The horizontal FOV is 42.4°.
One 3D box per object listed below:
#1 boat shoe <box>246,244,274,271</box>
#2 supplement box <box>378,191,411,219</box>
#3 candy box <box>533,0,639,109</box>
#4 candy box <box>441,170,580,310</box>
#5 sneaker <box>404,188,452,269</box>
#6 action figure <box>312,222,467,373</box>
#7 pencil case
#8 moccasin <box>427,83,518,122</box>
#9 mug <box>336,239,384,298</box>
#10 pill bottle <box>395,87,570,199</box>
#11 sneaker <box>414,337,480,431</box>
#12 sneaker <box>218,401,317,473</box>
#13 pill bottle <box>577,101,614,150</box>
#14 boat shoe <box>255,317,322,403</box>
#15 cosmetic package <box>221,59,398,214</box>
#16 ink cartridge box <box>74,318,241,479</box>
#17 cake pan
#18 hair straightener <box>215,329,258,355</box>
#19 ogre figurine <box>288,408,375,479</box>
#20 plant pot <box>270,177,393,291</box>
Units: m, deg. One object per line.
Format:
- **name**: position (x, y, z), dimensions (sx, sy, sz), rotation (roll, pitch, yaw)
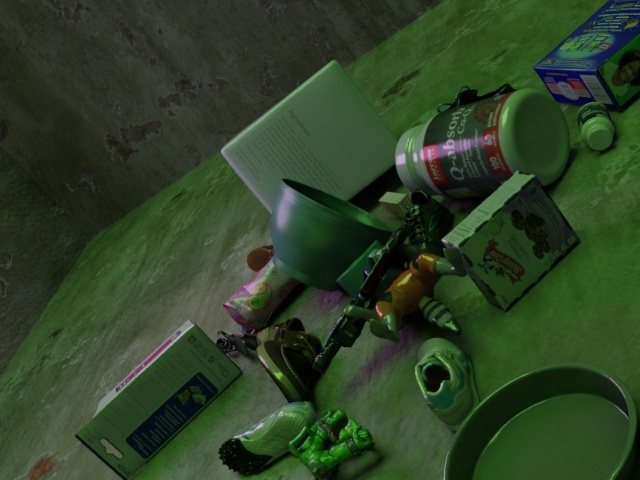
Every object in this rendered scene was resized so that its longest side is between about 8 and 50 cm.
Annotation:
- **boat shoe**: position (-0.121, 0.046, 2.322), dimensions (0.073, 0.073, 0.207), rotation (-8, -2, -45)
- **supplement box**: position (0.195, -0.085, 2.058), dimensions (0.036, 0.062, 0.098), rotation (-44, 21, -13)
- **candy box**: position (0.694, -0.450, 1.884), dimensions (0.317, 0.122, 0.268), rotation (-42, 20, -3)
- **candy box**: position (0.347, 0.000, 1.503), dimensions (0.196, 0.165, 0.070), rotation (-42, 21, -6)
- **sneaker**: position (0.220, -0.011, 1.818), dimensions (0.101, 0.106, 0.267), rotation (-26, 27, 28)
- **action figure**: position (0.140, 0.141, 1.565), dimensions (0.341, 0.179, 0.330), rotation (-57, 2, -3)
- **pencil case**: position (-0.118, 0.112, 2.117), dimensions (0.284, 0.124, 0.124), rotation (-47, 23, -15)
- **moccasin**: position (0.403, -0.352, 2.166), dimensions (0.342, 0.117, 0.137), rotation (-9, 37, 52)
- **mug**: position (0.111, 0.079, 1.784), dimensions (0.129, 0.097, 0.158), rotation (-45, 0, 10)
- **pill bottle**: position (0.349, -0.201, 1.836), dimensions (0.363, 0.210, 0.210), rotation (-8, 38, 54)
- **sneaker**: position (0.206, 0.221, 1.400), dimensions (0.087, 0.092, 0.228), rotation (-38, 20, 9)
- **sneaker**: position (-0.101, 0.386, 1.612), dimensions (0.237, 0.085, 0.086), rotation (-32, -4, 27)
- **pill bottle**: position (0.578, -0.237, 1.727), dimensions (0.067, 0.067, 0.120), rotation (-29, 24, 25)
- **boat shoe**: position (-0.056, 0.240, 1.753), dimensions (0.123, 0.123, 0.342), rotation (-33, 11, -1)
- **cosmetic package**: position (-0.027, -0.255, 2.321), dimensions (0.394, 0.327, 0.329), rotation (-38, 9, 3)
- **ink cartridge box**: position (-0.380, 0.373, 1.938), dimensions (0.371, 0.175, 0.069), rotation (-44, 22, -10)
- **cake pan**: position (0.307, 0.295, 1.143), dimensions (0.293, 0.054, 0.293), rotation (-34, 22, 16)
- **hair straightener**: position (-0.224, 0.253, 2.057), dimensions (0.089, 0.047, 0.230), rotation (-18, 12, -26)
- **ogre figurine**: position (0.011, 0.356, 1.453), dimensions (0.118, 0.096, 0.197), rotation (-33, 31, -15)
- **plant pot**: position (0.000, 0.000, 1.968), dimensions (0.196, 0.293, 0.293), rotation (-65, 20, 9)
